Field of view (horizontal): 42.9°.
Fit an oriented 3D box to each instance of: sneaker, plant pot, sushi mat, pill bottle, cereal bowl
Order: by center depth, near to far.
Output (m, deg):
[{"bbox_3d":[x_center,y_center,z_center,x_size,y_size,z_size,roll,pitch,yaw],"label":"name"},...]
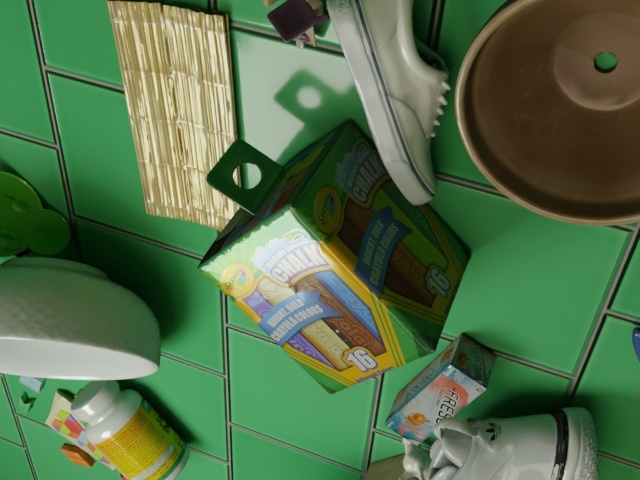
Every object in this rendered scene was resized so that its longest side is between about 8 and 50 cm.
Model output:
[{"bbox_3d":[0.248,-0.138,0.730,0.237,0.110,0.237,14,132,16],"label":"plant pot"},{"bbox_3d":[0.090,-0.143,0.824,0.091,0.094,0.258,-18,131,11],"label":"sneaker"},{"bbox_3d":[-0.170,-0.144,1.007,0.151,0.019,0.317,15,132,18],"label":"sushi mat"},{"bbox_3d":[0.253,0.368,1.117,0.210,0.137,0.366,2,124,10],"label":"sneaker"},{"bbox_3d":[-0.405,0.113,1.214,0.339,0.141,0.339,2,162,1],"label":"cereal bowl"},{"bbox_3d":[-0.337,0.337,1.435,0.117,0.117,0.208,-22,115,39],"label":"pill bottle"}]

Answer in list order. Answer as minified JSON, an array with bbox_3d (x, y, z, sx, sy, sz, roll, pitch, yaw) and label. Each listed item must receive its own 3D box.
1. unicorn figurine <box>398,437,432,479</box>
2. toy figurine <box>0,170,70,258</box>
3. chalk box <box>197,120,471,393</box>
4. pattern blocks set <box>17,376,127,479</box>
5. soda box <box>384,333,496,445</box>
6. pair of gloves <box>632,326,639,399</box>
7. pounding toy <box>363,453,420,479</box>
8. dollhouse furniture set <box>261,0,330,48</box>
[{"bbox_3d":[0.156,0.336,1.199,0.060,0.111,0.162,-31,124,31],"label":"unicorn figurine"},{"bbox_3d":[-0.487,-0.014,1.245,0.173,0.130,0.159,23,154,-26],"label":"toy figurine"},{"bbox_3d":[0.000,0.000,0.928,0.289,0.180,0.179,46,133,-15],"label":"chalk box"},{"bbox_3d":[-0.452,0.374,1.591,0.324,0.026,0.285,25,134,7],"label":"pattern blocks set"},{"bbox_3d":[0.159,0.204,1.099,0.058,0.063,0.183,33,135,-2],"label":"soda box"},{"bbox_3d":[0.452,0.146,0.927,0.198,0.023,0.159,14,131,16],"label":"pair of gloves"},{"bbox_3d":[0.150,0.413,1.256,0.141,0.100,0.130,47,133,-14],"label":"pounding toy"},{"bbox_3d":[-0.028,-0.258,0.844,0.114,0.091,0.081,54,177,8],"label":"dollhouse furniture set"}]
